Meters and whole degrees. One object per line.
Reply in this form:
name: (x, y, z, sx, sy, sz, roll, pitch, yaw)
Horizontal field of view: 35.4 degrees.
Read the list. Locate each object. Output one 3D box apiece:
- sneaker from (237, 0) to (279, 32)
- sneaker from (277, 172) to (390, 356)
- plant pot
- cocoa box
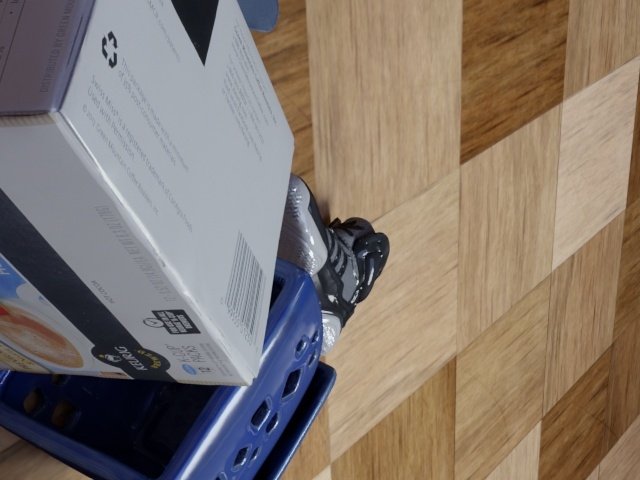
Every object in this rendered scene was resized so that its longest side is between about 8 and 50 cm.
sneaker: (-0.149, -0.258, 0.814, 0.236, 0.130, 0.323, -67, 150, -14)
sneaker: (0.000, 0.000, 1.165, 0.153, 0.101, 0.269, -46, 143, -33)
plant pot: (-0.130, 0.137, 0.934, 0.236, 0.236, 0.212, -57, 148, -22)
cocoa box: (-0.178, -0.073, 0.672, 0.347, 0.228, 0.231, 66, 27, -58)
